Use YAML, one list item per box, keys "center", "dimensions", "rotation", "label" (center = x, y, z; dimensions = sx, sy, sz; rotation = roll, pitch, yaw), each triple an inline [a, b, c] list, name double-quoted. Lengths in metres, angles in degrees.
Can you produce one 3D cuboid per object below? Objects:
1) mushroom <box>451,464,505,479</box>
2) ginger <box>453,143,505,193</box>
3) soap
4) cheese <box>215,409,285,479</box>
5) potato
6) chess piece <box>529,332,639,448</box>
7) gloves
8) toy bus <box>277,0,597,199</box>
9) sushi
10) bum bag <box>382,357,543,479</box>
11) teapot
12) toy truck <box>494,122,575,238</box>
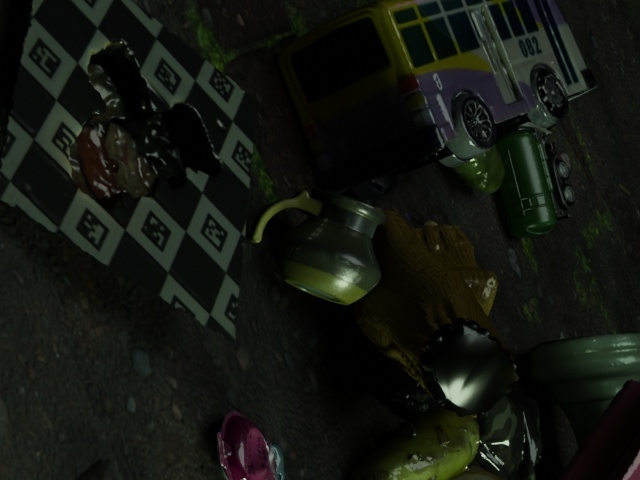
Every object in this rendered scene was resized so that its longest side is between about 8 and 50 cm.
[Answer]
- center: [0.190, 0.421, 1.921]
  dimensions: [0.159, 0.122, 0.329]
  rotation: [49, 32, -51]
  label: "mushroom"
- center: [0.202, -0.193, 2.388]
  dimensions: [0.290, 0.089, 0.137]
  rotation: [57, 4, -13]
  label: "ginger"
- center: [0.443, 0.400, 2.223]
  dimensions: [0.359, 0.128, 0.233]
  rotation: [-49, 116, -27]
  label: "soap"
- center: [-0.073, 0.226, 1.651]
  dimensions: [0.145, 0.038, 0.095]
  rotation: [30, 49, -60]
  label: "cheese"
- center: [0.118, 0.261, 1.900]
  dimensions: [0.225, 0.117, 0.090]
  rotation: [-23, 85, -56]
  label: "potato"
- center: [0.427, 0.297, 2.393]
  dimensions: [0.194, 0.194, 0.299]
  rotation: [9, 73, -60]
  label: "chess piece"
- center: [0.124, 0.079, 1.925]
  dimensions: [0.203, 0.155, 0.356]
  rotation: [39, 19, -28]
  label: "gloves"
- center: [0.165, -0.228, 2.122]
  dimensions: [0.440, 0.209, 0.249]
  rotation: [-23, 90, -50]
  label: "toy bus"
- center: [-0.204, -0.090, 1.600]
  dimensions: [0.320, 0.068, 0.339]
  rotation: [35, 43, -37]
  label: "sushi"
- center: [0.195, 0.215, 2.093]
  dimensions: [0.340, 0.095, 0.144]
  rotation: [37, 48, -33]
  label: "bum bag"
- center: [0.000, 0.000, 1.843]
  dimensions: [0.165, 0.130, 0.119]
  rotation: [23, 81, -20]
  label: "teapot"
- center: [0.332, -0.124, 2.571]
  dimensions: [0.125, 0.101, 0.243]
  rotation: [-3, 77, -50]
  label: "toy truck"
